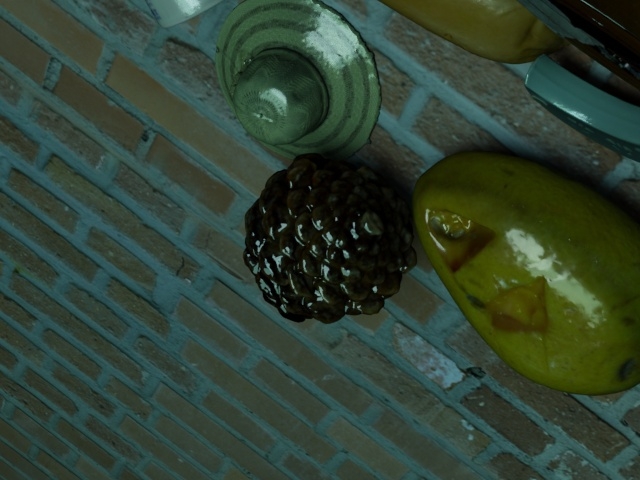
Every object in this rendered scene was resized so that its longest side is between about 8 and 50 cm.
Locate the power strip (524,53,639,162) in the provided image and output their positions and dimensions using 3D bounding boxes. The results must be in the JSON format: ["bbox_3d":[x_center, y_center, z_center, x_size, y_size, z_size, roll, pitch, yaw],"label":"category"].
[{"bbox_3d":[0.308,-0.137,1.029,0.216,0.044,0.137,34,-176,38],"label":"power strip"}]

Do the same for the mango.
[{"bbox_3d":[0.267,0.031,1.160,0.365,0.182,0.253,43,137,10],"label":"mango"}]

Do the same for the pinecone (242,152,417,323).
[{"bbox_3d":[0.000,0.000,1.254,0.224,0.224,0.272,52,156,-14],"label":"pinecone"}]

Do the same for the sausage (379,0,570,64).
[{"bbox_3d":[0.119,-0.299,1.026,0.353,0.116,0.134,30,128,2],"label":"sausage"}]

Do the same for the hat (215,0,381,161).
[{"bbox_3d":[-0.052,-0.182,1.219,0.252,0.110,0.252,16,130,20],"label":"hat"}]

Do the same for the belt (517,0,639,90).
[{"bbox_3d":[0.297,-0.232,0.885,0.338,0.217,0.122,33,99,-9],"label":"belt"}]

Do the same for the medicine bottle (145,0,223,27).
[{"bbox_3d":[-0.217,-0.429,1.110,0.130,0.130,0.341,-13,116,37],"label":"medicine bottle"}]
